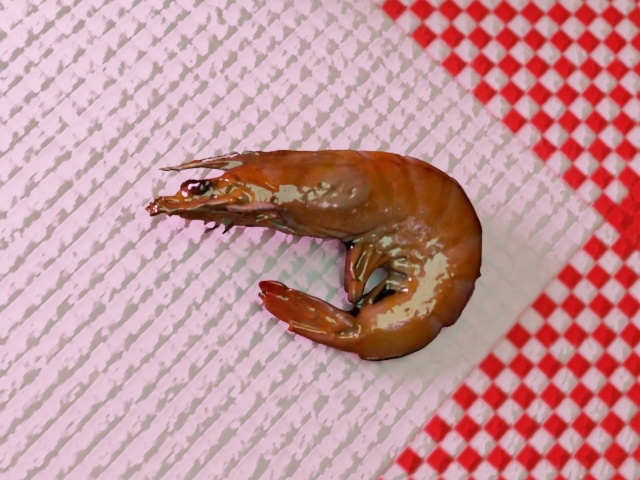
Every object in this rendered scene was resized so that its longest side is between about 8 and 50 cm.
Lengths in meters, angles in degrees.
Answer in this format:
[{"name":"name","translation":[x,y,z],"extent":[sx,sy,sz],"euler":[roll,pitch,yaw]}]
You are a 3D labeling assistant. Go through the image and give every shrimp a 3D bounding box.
[{"name":"shrimp","translation":[0.000,0.000,1.073],"extent":[0.249,0.068,0.150],"euler":[13,78,-14]}]
